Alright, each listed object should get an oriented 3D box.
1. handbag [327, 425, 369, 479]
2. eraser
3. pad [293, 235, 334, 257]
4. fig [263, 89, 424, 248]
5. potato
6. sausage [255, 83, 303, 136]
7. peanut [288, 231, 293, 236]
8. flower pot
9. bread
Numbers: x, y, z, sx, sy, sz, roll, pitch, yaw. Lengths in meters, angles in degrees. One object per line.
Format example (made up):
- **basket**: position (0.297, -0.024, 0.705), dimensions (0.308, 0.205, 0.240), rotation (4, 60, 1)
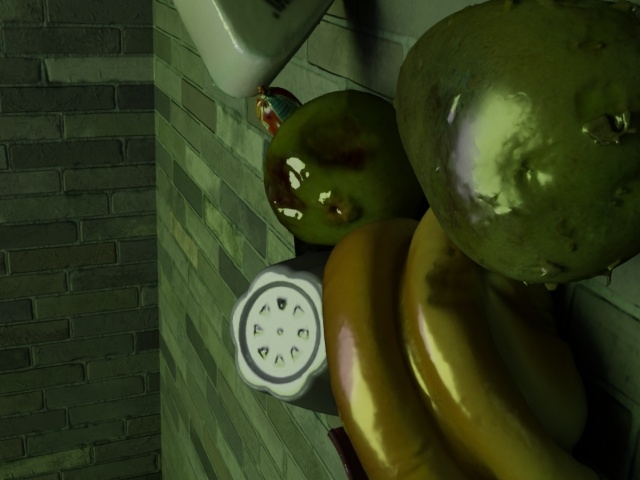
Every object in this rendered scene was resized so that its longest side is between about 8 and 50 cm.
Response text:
- **handbag**: position (0.118, 0.321, 1.044), dimensions (0.074, 0.216, 0.203), rotation (-43, 46, 14)
- **eraser**: position (-0.102, -0.383, 1.268), dimensions (0.150, 0.331, 0.331), rotation (147, 115, -66)
- **pad**: position (0.000, 0.000, 1.439), dimensions (0.004, 0.127, 0.190), rotation (-2, 94, 47)
- **fig**: position (0.043, -0.114, 1.197), dimensions (0.271, 0.239, 0.239), rotation (-74, -1, -50)
- **potato**: position (0.195, -0.126, 0.800), dimensions (0.359, 0.219, 0.269), rotation (-118, 37, -53)
- **sausage**: position (-0.031, -0.172, 1.324), dimensions (0.264, 0.083, 0.083), rotation (46, -165, -49)
- **peanut**: position (-0.032, -0.107, 1.526), dimensions (0.103, 0.098, 0.229), rotation (-12, 83, 26)
- **flower pot**: position (0.010, 0.137, 1.159), dimensions (0.265, 0.243, 0.265), rotation (-3, 85, 36)
- **bread**: position (0.171, 0.150, 0.950), dimensions (0.329, 0.245, 0.424), rotation (43, -151, -55)
